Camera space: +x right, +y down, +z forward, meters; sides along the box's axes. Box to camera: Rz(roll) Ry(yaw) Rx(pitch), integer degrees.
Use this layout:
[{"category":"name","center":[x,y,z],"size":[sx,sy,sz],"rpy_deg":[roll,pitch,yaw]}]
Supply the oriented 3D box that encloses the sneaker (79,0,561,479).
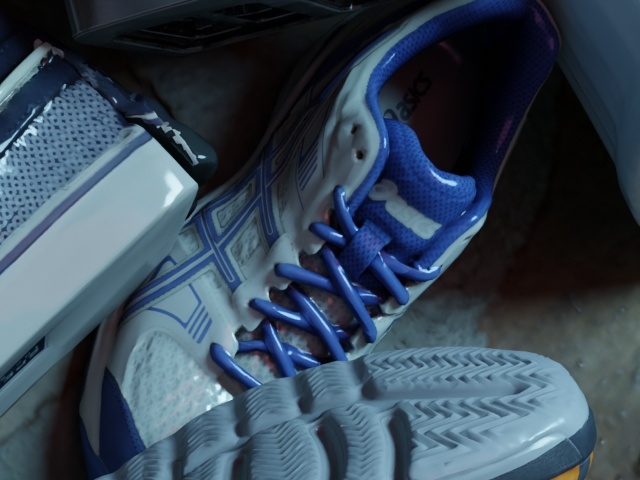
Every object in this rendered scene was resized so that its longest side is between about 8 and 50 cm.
[{"category":"sneaker","center":[0.000,0.000,0.833],"size":[0.112,0.131,0.296],"rpy_deg":[35,69,-18]}]

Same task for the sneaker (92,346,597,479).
[{"category":"sneaker","center":[-0.025,0.168,0.757],"size":[0.321,0.124,0.180],"rpy_deg":[-23,108,9]}]

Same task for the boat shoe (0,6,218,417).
[{"category":"boat shoe","center":[-0.207,0.033,0.747],"size":[0.158,0.127,0.340],"rpy_deg":[43,64,6]}]

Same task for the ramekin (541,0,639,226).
[{"category":"ramekin","center":[0.226,-0.132,0.876],"size":[0.277,0.277,0.135],"rpy_deg":[-16,59,-27]}]

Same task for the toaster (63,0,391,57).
[{"category":"toaster","center":[-0.017,-0.149,0.795],"size":[0.168,0.185,0.110],"rpy_deg":[-14,88,17]}]
